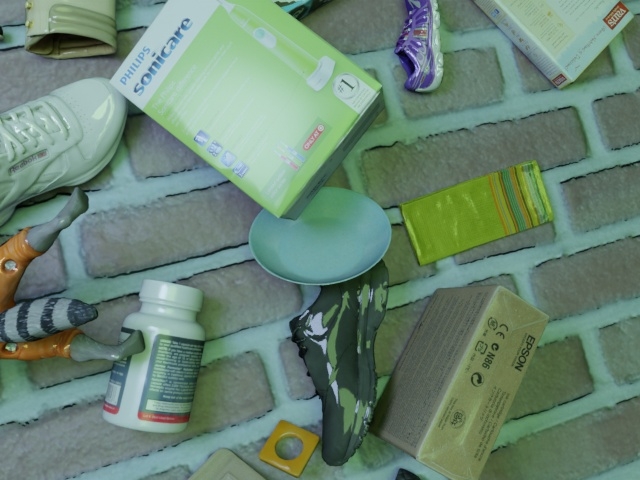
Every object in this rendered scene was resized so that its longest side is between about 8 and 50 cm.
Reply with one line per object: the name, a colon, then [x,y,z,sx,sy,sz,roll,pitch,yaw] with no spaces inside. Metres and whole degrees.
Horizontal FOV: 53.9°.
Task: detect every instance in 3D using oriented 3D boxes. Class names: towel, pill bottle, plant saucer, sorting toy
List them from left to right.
pill bottle: [-0.206,0.146,0.808,0.108,0.108,0.180,12,81,-9]
sorting toy: [-0.112,0.379,0.776,0.196,0.047,0.348,29,54,30]
plant saucer: [0.000,0.000,0.867,0.195,0.037,0.195,-2,44,2]
towel: [0.242,-0.045,0.965,0.237,0.021,0.102,-18,86,-13]

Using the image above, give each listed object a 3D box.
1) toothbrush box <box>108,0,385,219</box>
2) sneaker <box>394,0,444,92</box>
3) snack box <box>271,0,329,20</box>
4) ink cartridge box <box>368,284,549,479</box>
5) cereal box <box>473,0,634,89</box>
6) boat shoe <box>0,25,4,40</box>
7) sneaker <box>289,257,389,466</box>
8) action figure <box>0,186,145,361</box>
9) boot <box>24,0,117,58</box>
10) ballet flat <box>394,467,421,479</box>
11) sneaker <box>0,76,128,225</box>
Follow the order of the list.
toothbrush box: [-0.088,-0.191,0.819,0.283,0.122,0.206,38,95,5]
sneaker: [0.144,-0.311,0.958,0.071,0.068,0.169,-5,84,-6]
snack box: [-0.020,-0.455,0.946,0.322,0.060,0.187,-36,90,-13]
ink cartridge box: [0.174,0.180,0.833,0.088,0.193,0.234,30,79,-8]
cereal box: [0.367,-0.387,1.020,0.173,0.047,0.240,-45,93,-13]
boat shoe: [-0.491,-0.292,0.838,0.133,0.049,0.042,8,89,-6]
sneaker: [0.017,0.157,0.863,0.130,0.109,0.286,8,72,-3]
action figure: [-0.399,0.050,0.667,0.330,0.178,0.341,-17,122,-3]
boot: [-0.398,-0.356,0.846,0.262,0.095,0.203,4,84,-13]
ballet flat: [0.081,0.396,0.870,0.049,0.057,0.173,32,73,36]
sneaker: [-0.371,-0.109,0.786,0.305,0.152,0.114,-41,86,-14]
